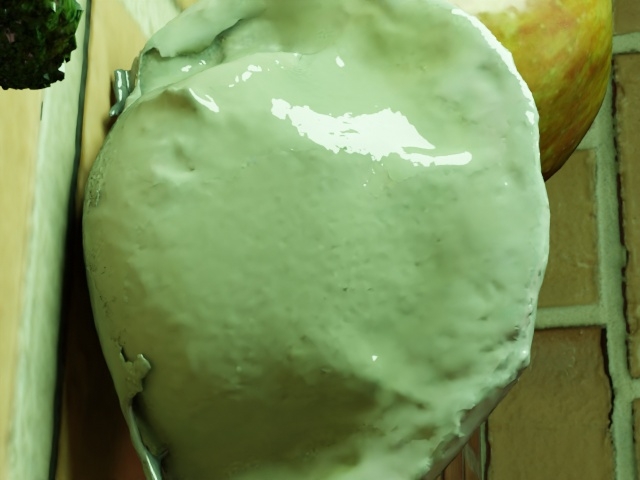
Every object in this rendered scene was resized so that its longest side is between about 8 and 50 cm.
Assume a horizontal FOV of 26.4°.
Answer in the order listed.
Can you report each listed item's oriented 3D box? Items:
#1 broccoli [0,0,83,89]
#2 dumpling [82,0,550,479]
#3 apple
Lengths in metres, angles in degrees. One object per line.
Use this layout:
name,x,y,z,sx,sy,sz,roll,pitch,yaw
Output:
broccoli,-0.113,-0.120,0.358,0.162,0.138,0.146,57,-8,23
dumpling,-0.005,0.008,0.644,0.163,0.205,0.292,89,-6,-65
apple,0.071,-0.155,0.937,0.277,0.250,0.309,54,32,-68
